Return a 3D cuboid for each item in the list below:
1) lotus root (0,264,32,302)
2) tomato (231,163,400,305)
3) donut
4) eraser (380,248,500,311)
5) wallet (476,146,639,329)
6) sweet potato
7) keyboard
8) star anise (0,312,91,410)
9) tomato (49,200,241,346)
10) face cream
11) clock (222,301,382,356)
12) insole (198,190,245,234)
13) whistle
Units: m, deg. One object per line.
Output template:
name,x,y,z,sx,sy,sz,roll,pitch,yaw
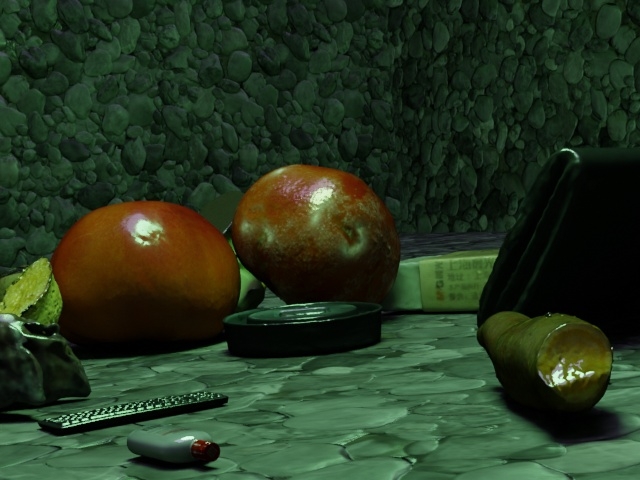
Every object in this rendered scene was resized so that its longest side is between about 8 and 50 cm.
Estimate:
lotus root,-0.463,0.095,1.750,0.258,0.097,0.110,-12,-9,30
tomato,-0.003,-0.002,1.599,0.188,0.232,0.232,-48,9,-6
donut,-0.377,0.094,1.393,0.181,0.078,0.146,-12,33,15
eraser,0.256,0.051,1.639,0.343,0.078,0.144,-4,2,30
wallet,0.348,-0.006,1.346,0.406,0.228,0.062,-6,36,-43
sweet potato,0.171,0.088,0.927,0.077,0.077,0.244,-5,1,-3
keyboard,-0.154,0.142,1.024,0.155,0.010,0.053,-6,2,-33
star anise,-0.332,0.108,1.114,0.223,0.109,0.236,-1,-2,-36
tomato,-0.226,0.043,1.527,0.260,0.180,0.260,-5,-6,-1
face cream,-0.097,0.140,0.838,0.040,0.021,0.083,-6,3,-38
clock,-0.020,0.101,1.400,0.184,0.040,0.184,-4,3,0
insole,-0.203,0.027,1.774,0.111,0.007,0.328,3,41,35
whistle,-0.129,0.067,1.802,0.141,0.141,0.294,-6,22,-27
